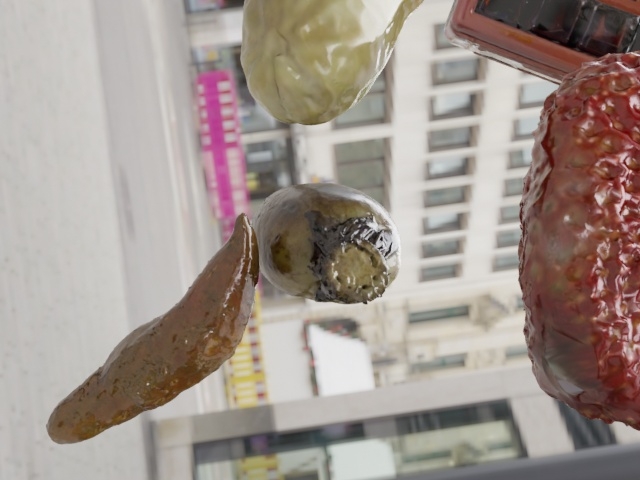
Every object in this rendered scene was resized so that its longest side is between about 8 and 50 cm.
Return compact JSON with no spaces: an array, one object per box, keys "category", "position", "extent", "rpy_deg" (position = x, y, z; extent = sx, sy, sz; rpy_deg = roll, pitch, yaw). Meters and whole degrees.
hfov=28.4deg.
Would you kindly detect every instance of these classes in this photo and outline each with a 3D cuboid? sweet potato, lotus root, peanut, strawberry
[{"category":"sweet potato","position":[-0.171,0.128,1.451],"extent":[0.106,0.354,0.095],"rpy_deg":[43,11,-6]},{"category":"lotus root","position":[0.000,0.000,1.524],"extent":[0.314,0.169,0.141],"rpy_deg":[-160,-98,-71]},{"category":"peanut","position":[0.024,-0.238,1.136],"extent":[0.305,0.147,0.147],"rpy_deg":[-60,165,-24]},{"category":"strawberry","position":[0.273,0.005,1.070],"extent":[0.312,0.351,0.267],"rpy_deg":[53,-39,-10]}]

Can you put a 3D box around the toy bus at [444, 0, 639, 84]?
[{"category":"toy bus","position":[0.377,-0.276,1.569],"extent":[0.203,0.427,0.233],"rpy_deg":[-59,170,-84]}]
